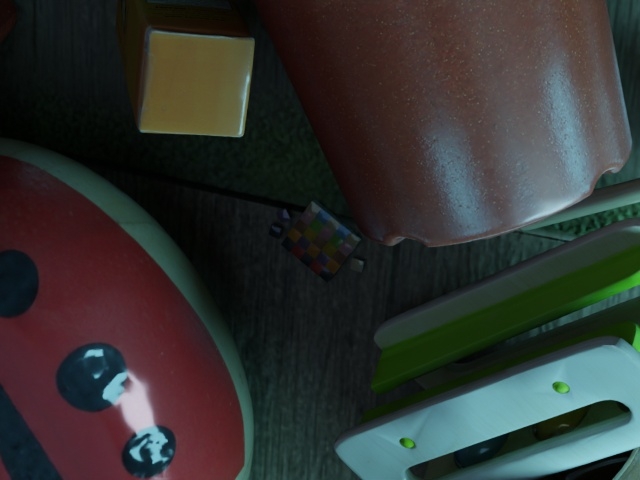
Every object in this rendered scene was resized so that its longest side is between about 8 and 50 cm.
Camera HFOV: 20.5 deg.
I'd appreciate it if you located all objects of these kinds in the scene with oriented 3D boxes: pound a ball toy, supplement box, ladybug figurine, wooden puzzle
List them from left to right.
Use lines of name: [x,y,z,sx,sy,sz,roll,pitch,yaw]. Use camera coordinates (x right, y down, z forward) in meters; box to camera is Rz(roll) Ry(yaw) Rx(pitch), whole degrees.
ladybug figurine: [-0.223,0.123,1.395,0.305,0.162,0.449,-21,116,13]
supplement box: [-0.103,-0.150,1.266,0.080,0.233,0.078,2,115,-14]
wooden puzzle: [0.000,0.000,1.403,0.083,0.006,0.049,40,118,6]
pound a ball toy: [0.184,0.071,1.283,0.319,0.208,0.136,-26,120,40]

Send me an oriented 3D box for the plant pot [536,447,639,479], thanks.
plant pot: [0.212,0.241,1.320,0.167,0.167,0.165,-29,103,28]

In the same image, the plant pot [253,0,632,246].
plant pot: [0.079,-0.154,1.185,0.272,0.272,0.265,-10,112,25]

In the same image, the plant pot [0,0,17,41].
plant pot: [-0.439,-0.119,1.372,0.267,0.235,0.267,36,119,-14]
